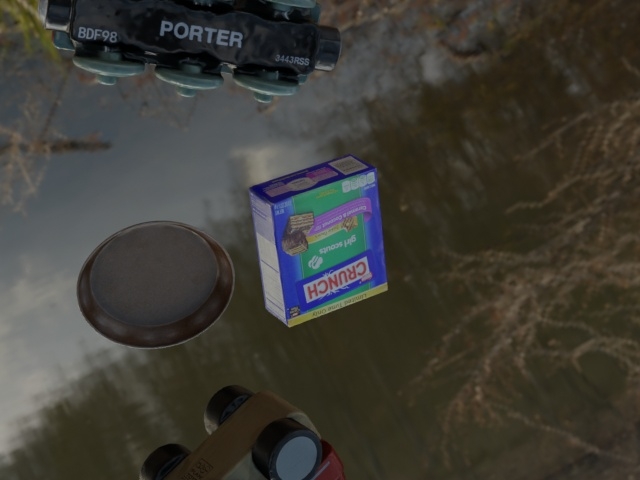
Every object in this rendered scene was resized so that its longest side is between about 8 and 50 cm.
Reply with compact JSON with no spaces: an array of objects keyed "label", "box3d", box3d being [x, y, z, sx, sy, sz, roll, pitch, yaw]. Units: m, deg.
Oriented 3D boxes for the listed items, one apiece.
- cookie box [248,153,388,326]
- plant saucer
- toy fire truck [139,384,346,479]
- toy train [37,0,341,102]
[{"label":"cookie box","box3d":[0.000,0.000,0.912,0.092,0.040,0.107,-20,121,-23]},{"label":"plant saucer","box3d":[-0.177,0.043,1.285,0.169,0.029,0.168,-8,127,-11]},{"label":"toy fire truck","box3d":[-0.050,0.293,1.088,0.217,0.158,0.246,-43,125,-19]},{"label":"toy train","box3d":[-0.148,-0.242,1.339,0.334,0.190,0.142,5,106,-18]}]
